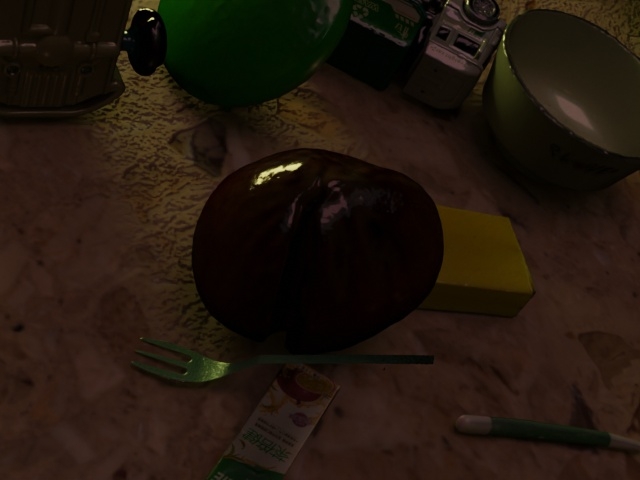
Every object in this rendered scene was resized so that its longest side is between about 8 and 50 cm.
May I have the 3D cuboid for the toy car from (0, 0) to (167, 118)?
[{"bbox_3d":[-0.241,-0.248,0.986,0.204,0.248,0.198,-4,50,-29],"label":"toy car"}]

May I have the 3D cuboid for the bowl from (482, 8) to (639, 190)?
[{"bbox_3d":[0.258,-0.134,1.222,0.211,0.112,0.211,16,50,-19],"label":"bowl"}]

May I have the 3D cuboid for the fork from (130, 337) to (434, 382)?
[{"bbox_3d":[-0.030,0.097,0.892,0.235,0.021,0.039,1,40,11],"label":"fork"}]

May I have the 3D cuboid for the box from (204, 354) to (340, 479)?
[{"bbox_3d":[-0.052,0.170,0.857,0.050,0.041,0.207,32,44,5],"label":"box"}]

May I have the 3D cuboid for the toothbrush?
[{"bbox_3d":[0.234,0.172,1.013,0.257,0.018,0.024,9,46,-20],"label":"toothbrush"}]

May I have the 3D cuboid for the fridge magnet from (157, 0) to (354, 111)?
[{"bbox_3d":[-0.063,-0.222,1.111,0.208,0.208,0.088,60,9,27],"label":"fridge magnet"}]

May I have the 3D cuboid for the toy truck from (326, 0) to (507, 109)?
[{"bbox_3d":[0.063,-0.237,1.225,0.253,0.114,0.124,28,58,-2],"label":"toy truck"}]

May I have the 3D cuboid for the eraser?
[{"bbox_3d":[0.129,0.017,1.077,0.122,0.045,0.097,8,48,-21],"label":"eraser"}]

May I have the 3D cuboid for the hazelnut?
[{"bbox_3d":[0.000,0.000,0.937,0.204,0.178,0.178,9,47,-5],"label":"hazelnut"}]
